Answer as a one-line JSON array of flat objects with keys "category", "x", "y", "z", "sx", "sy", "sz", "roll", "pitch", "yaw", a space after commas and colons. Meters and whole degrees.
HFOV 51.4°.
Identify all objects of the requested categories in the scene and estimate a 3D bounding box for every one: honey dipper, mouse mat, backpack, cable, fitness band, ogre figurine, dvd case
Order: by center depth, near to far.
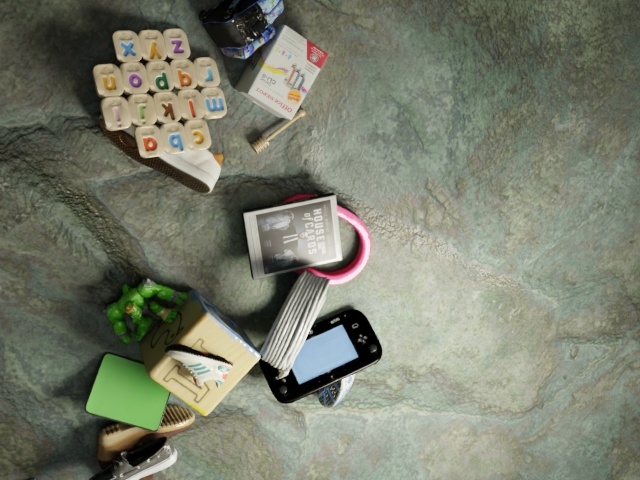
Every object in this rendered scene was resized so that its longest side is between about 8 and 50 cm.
[{"category": "backpack", "x": -0.157, "y": -0.500, "z": 1.475, "sx": 0.173, "sy": 0.158, "sz": 0.116, "roll": -46, "pitch": 125, "yaw": -17}, {"category": "ogre figurine", "x": -0.430, "y": 0.164, "z": 1.587, "sx": 0.197, "sy": 0.096, "sz": 0.118, "roll": -23, "pitch": 130, "yaw": 22}, {"category": "honey dipper", "x": -0.101, "y": -0.272, "z": 1.626, "sx": 0.161, "sy": 0.030, "sz": 0.030, "roll": -40, "pitch": 115, "yaw": -9}, {"category": "mouse mat", "x": -0.464, "y": 0.372, "z": 1.630, "sx": 0.190, "sy": 0.007, "sz": 0.152, "roll": 23, "pitch": 65, "yaw": -20}, {"category": "dvd case", "x": -0.067, "y": -0.011, "z": 1.660, "sx": 0.239, "sy": 0.029, "sz": 0.179, "roll": -12, "pitch": 111, "yaw": -15}, {"category": "cable", "x": -0.062, "y": 0.197, "z": 1.661, "sx": 0.089, "sy": 0.257, "sz": 0.257, "roll": 26, "pitch": 63, "yaw": 2}, {"category": "fitness band", "x": 0.000, "y": 0.000, "z": 1.730, "sx": 0.291, "sy": 0.054, "sz": 0.208, "roll": 26, "pitch": 94, "yaw": -25}]

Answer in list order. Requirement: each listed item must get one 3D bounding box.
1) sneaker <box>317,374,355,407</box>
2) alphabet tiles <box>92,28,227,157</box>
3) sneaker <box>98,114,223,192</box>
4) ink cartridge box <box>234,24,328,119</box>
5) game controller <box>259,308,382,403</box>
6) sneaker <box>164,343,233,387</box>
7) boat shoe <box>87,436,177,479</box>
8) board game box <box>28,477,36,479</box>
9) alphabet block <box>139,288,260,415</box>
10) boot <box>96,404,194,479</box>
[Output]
[{"category": "sneaker", "x": 0.060, "y": 0.365, "z": 1.857, "sx": 0.211, "sy": 0.080, "sz": 0.081, "roll": -62, "pitch": 155, "yaw": -6}, {"category": "alphabet tiles", "x": -0.347, "y": -0.325, "z": 1.459, "sx": 0.284, "sy": 0.021, "sz": 0.277, "roll": -15, "pitch": 91, "yaw": -33}, {"category": "sneaker", "x": -0.356, "y": -0.227, "z": 1.515, "sx": 0.290, "sy": 0.106, "sz": 0.123, "roll": 32, "pitch": 64, "yaw": -22}, {"category": "ink cartridge box", "x": -0.094, "y": -0.388, "z": 1.540, "sx": 0.128, "sy": 0.127, "sz": 0.176, "roll": 28, "pitch": 95, "yaw": -26}, {"category": "game controller", "x": 0.001, "y": 0.306, "z": 1.776, "sx": 0.319, "sy": 0.067, "sz": 0.166, "roll": -23, "pitch": 77, "yaw": -13}, {"category": "sneaker", "x": -0.279, "y": 0.287, "z": 1.490, "sx": 0.161, "sy": 0.057, "sz": 0.075, "roll": 22, "pitch": 90, "yaw": -29}, {"category": "boat shoe", "x": -0.463, "y": 0.541, "z": 1.603, "sx": 0.229, "sy": 0.080, "sz": 0.076, "roll": -19, "pitch": 114, "yaw": -13}, {"category": "board game box", "x": -0.746, "y": 0.713, "z": 1.646, "sx": 0.160, "sy": 0.039, "sz": 0.211, "roll": -21, "pitch": 113, "yaw": -15}, {"category": "alphabet block", "x": -0.295, "y": 0.268, "z": 1.616, "sx": 0.197, "sy": 0.192, "sz": 0.193, "roll": -48, "pitch": 114, "yaw": -5}, {"category": "boot", "x": -0.442, "y": 0.538, "z": 1.709, "sx": 0.249, "sy": 0.090, "sz": 0.206, "roll": -10, "pitch": 121, "yaw": -20}]
